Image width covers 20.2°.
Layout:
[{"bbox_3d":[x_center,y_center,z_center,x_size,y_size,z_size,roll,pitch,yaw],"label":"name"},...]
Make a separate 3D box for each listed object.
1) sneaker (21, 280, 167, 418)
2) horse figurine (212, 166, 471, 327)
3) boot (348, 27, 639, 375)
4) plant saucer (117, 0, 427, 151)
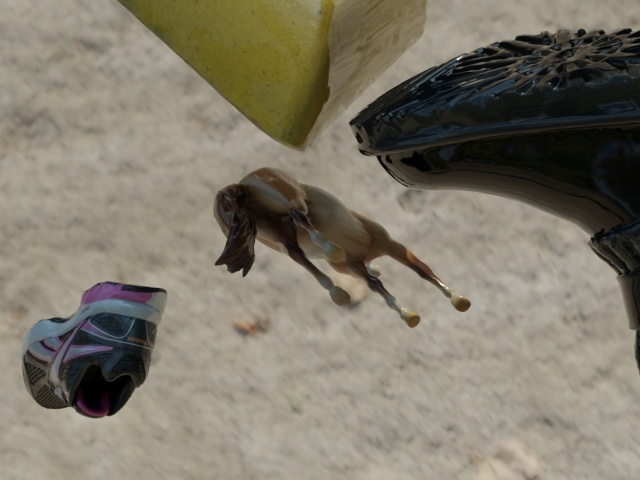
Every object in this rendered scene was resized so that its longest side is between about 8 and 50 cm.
[{"bbox_3d":[-0.167,0.092,1.266,0.178,0.072,0.077,136,142,-56],"label":"sneaker"},{"bbox_3d":[0.000,0.000,1.418,0.174,0.263,0.066,41,105,40],"label":"horse figurine"},{"bbox_3d":[0.190,0.004,1.148,0.348,0.260,0.131,-1,23,39],"label":"boot"},{"bbox_3d":[-0.066,-0.244,1.278,0.333,0.333,0.081,43,118,-1],"label":"plant saucer"}]
